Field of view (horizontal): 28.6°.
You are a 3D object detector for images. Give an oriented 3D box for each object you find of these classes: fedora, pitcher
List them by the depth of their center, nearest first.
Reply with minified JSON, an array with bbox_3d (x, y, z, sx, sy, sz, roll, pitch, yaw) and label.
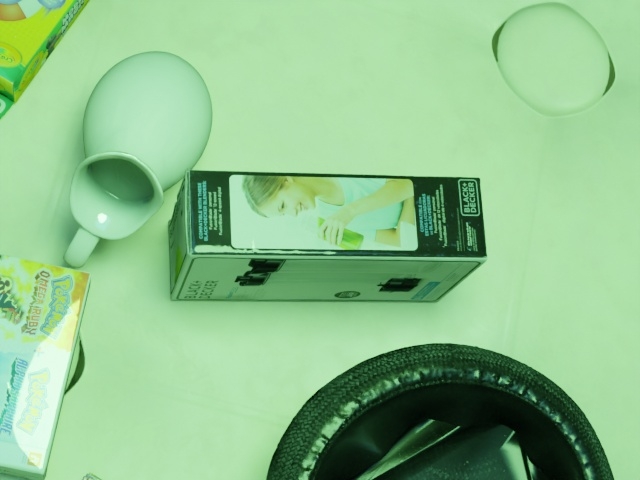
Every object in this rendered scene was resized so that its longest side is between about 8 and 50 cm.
[{"bbox_3d":[0.102,0.258,1.177,0.333,0.152,0.334,4,70,-11],"label":"fedora"},{"bbox_3d":[-0.192,-0.082,1.249,0.125,0.178,0.207,31,38,-14],"label":"pitcher"}]

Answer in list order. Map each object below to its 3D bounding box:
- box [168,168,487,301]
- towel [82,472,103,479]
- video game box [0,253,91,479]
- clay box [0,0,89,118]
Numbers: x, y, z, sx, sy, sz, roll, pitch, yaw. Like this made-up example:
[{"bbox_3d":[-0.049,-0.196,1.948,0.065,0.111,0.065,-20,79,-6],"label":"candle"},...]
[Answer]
[{"bbox_3d":[0.000,0.000,1.243,0.289,0.169,0.087,2,73,-14],"label":"box"},{"bbox_3d":[-0.212,0.267,1.181,0.060,0.009,0.083,26,68,-3],"label":"towel"},{"bbox_3d":[-0.331,0.110,1.192,0.187,0.048,0.205,13,68,-10],"label":"video game box"},{"bbox_3d":[-0.332,-0.244,1.316,0.127,0.053,0.222,29,66,-1],"label":"clay box"}]
